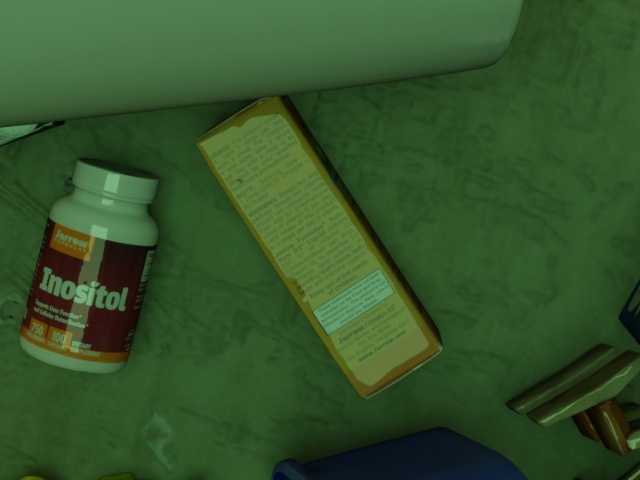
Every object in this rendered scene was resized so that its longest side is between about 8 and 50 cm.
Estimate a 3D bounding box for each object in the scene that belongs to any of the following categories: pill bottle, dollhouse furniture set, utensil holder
[{"bbox_3d":[-0.172,0.018,1.218,0.086,0.086,0.152,14,97,0],"label":"pill bottle"},{"bbox_3d":[0.234,0.227,1.146,0.135,0.259,0.262,-29,94,-4],"label":"dollhouse furniture set"},{"bbox_3d":[-0.087,-0.243,1.048,0.386,0.327,0.327,-6,97,-8],"label":"utensil holder"}]

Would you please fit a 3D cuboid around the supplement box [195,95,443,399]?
[{"bbox_3d":[0.000,0.000,1.215,0.080,0.078,0.233,-34,96,6],"label":"supplement box"}]

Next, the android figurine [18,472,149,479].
[{"bbox_3d":[-0.178,0.298,1.272,0.273,0.056,0.248,-35,95,8],"label":"android figurine"}]

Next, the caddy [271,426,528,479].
[{"bbox_3d":[0.054,0.268,1.130,0.179,0.341,0.241,-17,96,-14],"label":"caddy"}]

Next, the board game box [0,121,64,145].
[{"bbox_3d":[-0.315,-0.174,1.219,0.165,0.042,0.243,-20,96,4],"label":"board game box"}]

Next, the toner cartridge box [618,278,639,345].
[{"bbox_3d":[0.339,-0.063,1.152,0.075,0.165,0.347,28,97,-2],"label":"toner cartridge box"}]
